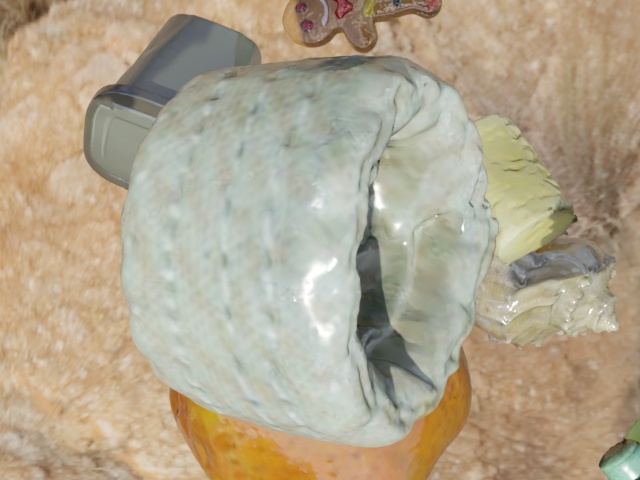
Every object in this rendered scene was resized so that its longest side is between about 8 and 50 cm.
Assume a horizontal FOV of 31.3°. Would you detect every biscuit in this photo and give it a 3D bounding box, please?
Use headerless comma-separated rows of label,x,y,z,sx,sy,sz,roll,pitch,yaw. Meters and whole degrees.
biscuit,0.058,-0.370,1.742,0.250,0.036,0.165,-20,77,8

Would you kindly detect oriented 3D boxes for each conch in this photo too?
conch,0.280,0.057,1.666,0.324,0.263,0.186,14,81,26

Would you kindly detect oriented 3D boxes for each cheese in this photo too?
cheese,0.225,-0.066,1.412,0.123,0.094,0.167,-30,63,-2

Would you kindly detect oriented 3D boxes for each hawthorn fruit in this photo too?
hawthorn fruit,-0.017,0.198,1.742,0.471,0.472,0.472,3,78,-16

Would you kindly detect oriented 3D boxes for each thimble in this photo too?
thimble,0.000,0.000,0.884,0.195,0.291,0.292,6,72,30

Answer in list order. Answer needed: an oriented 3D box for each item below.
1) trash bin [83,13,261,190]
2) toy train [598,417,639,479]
trash bin,-0.209,-0.199,1.727,0.219,0.219,0.250,22,47,-1
toy train,0.331,0.244,0.933,0.253,0.105,0.157,50,50,-3
